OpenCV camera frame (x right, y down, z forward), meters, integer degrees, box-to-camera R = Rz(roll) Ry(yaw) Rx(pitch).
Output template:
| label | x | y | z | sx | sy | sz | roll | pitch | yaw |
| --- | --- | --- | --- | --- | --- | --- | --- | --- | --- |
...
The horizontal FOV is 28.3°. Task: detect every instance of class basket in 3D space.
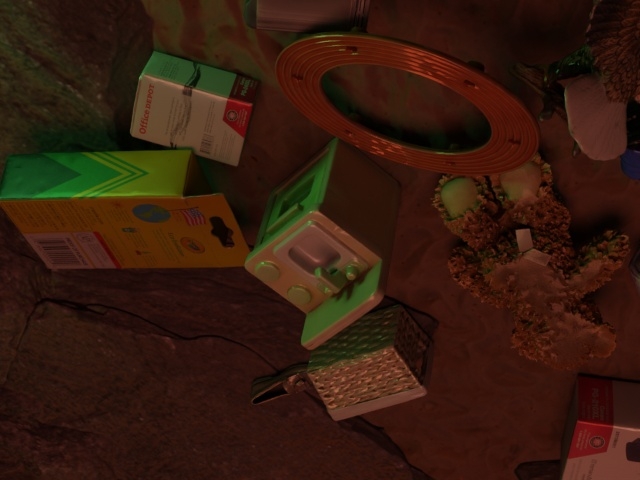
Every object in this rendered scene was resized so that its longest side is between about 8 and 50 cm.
| label | x | y | z | sx | sy | sz | roll | pitch | yaw |
| --- | --- | --- | --- | --- | --- | --- | --- | --- | --- |
| basket | 0.072 | 0.181 | 1.901 | 0.167 | 0.113 | 0.103 | -21 | 122 | 26 |

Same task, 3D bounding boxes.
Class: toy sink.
| label | x | y | z | sx | sy | sz | roll | pitch | yaw |
| --- | --- | --- | --- | --- | --- | --- | --- | --- | --- |
| toy sink | 0.000 | 0.000 | 1.677 | 0.131 | 0.234 | 0.153 | 37 | 128 | -20 |

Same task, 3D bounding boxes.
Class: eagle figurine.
| label | x | y | z | sx | sy | sz | roll | pitch | yaw |
| --- | --- | --- | --- | --- | --- | --- | --- | --- | --- |
| eagle figurine | 0.360 | -0.244 | 1.415 | 0.298 | 0.226 | 0.225 | -41 | 73 | 29 |

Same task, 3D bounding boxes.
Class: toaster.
| label | x | y | z | sx | sy | sz | roll | pitch | yaw |
| --- | --- | --- | --- | --- | --- | --- | --- | --- | --- |
| toaster | -0.008 | -0.325 | 1.468 | 0.146 | 0.129 | 0.227 | 8 | 132 | 1 |

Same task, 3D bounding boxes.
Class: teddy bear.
| label | x | y | z | sx | sy | sz | roll | pitch | yaw |
| --- | --- | --- | --- | --- | --- | --- | --- | --- | --- |
| teddy bear | 0.290 | 0.019 | 1.736 | 0.338 | 0.113 | 0.245 | 43 | 119 | -15 |

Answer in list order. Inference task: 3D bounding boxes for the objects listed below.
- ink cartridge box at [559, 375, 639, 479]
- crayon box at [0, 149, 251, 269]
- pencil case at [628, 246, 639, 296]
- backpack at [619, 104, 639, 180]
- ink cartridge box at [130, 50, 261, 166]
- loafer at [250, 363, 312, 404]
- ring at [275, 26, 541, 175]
| label | x | y | z | sx | sy | sz | roll | pitch | yaw |
| --- | --- | --- | --- | --- | --- | --- | --- | --- | --- |
| ink cartridge box | 0.496 | 0.311 | 1.935 | 0.237 | 0.100 | 0.172 | 7 | 132 | 5 |
| crayon box | -0.258 | -0.039 | 1.758 | 0.318 | 0.081 | 0.202 | 0 | 150 | 11 |
| pencil case | 0.518 | 0.113 | 1.750 | 0.124 | 0.113 | 0.273 | -10 | 127 | 27 |
| backpack | 0.431 | -0.116 | 1.581 | 0.120 | 0.098 | 0.101 | -3 | 133 | 13 |
| ink cartridge box | -0.166 | -0.174 | 1.673 | 0.150 | 0.063 | 0.109 | 16 | 132 | -3 |
| loafer | -0.057 | 0.233 | 2.020 | 0.125 | 0.039 | 0.045 | -21 | 123 | 26 |
| ring | 0.107 | -0.169 | 1.548 | 0.336 | 0.032 | 0.336 | 18 | 162 | 6 |
